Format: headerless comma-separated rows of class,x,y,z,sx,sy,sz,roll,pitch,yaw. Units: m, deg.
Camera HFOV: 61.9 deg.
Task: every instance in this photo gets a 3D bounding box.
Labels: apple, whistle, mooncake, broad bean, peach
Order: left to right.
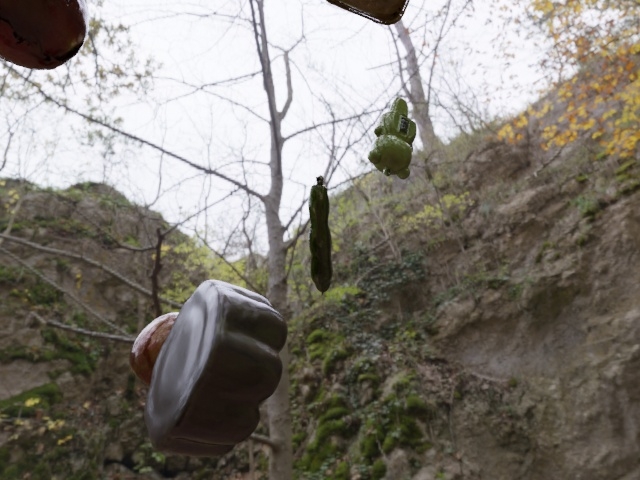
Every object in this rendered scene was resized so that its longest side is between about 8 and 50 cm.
peach,-0.350,-0.274,0.623,0.093,0.127,0.172,27,-5,25
apple,-0.337,0.264,1.236,0.174,0.188,0.188,-48,-35,-12
mooncake,-0.186,0.227,0.942,0.154,0.305,0.306,23,-43,-23
broad bean,0.000,0.001,1.046,0.047,0.065,0.254,0,-65,5
whistle,0.202,-0.286,1.474,0.131,0.288,0.106,25,-35,-18

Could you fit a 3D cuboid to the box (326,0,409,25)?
box,0.089,-0.494,1.035,0.177,0.111,0.111,21,-38,-3
